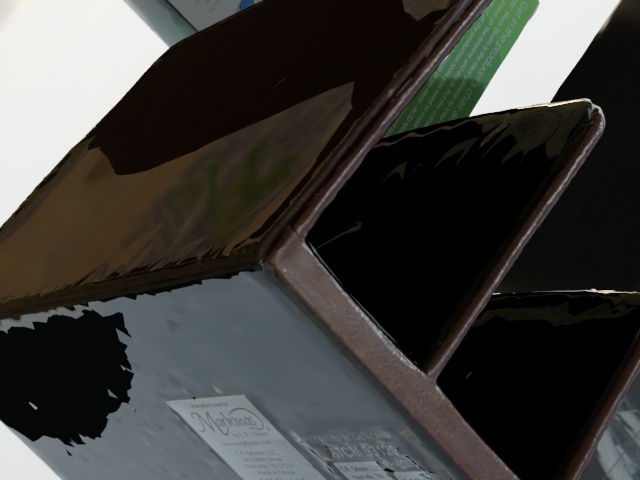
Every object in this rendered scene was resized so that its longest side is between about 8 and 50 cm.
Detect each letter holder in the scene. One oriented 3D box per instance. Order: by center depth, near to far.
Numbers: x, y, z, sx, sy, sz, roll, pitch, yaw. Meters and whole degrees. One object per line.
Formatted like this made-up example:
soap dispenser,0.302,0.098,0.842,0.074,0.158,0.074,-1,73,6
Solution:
letter holder,0.000,0.000,0.814,0.302,0.152,0.214,-12,-144,55

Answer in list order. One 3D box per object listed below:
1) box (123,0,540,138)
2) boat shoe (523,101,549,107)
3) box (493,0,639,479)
box,0.005,-0.185,1.375,0.058,0.322,0.232,9,-120,51
boat shoe,0.234,-0.067,1.431,0.081,0.079,0.227,-15,-166,-41
box,0.294,0.154,1.198,0.480,0.471,0.297,-56,-164,10
